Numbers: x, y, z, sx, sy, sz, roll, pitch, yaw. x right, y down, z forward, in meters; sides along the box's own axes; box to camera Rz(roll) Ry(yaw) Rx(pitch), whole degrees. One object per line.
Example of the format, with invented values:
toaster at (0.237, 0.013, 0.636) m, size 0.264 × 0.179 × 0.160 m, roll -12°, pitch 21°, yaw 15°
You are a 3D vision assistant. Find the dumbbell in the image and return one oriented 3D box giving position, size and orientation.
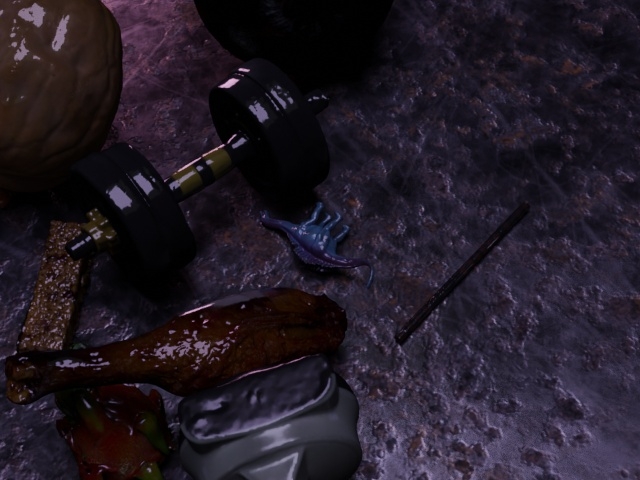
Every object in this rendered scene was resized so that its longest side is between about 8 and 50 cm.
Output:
dumbbell at (-0.148, -0.084, 1.493) m, size 0.388 × 0.185 × 0.185 m, roll -34°, pitch 59°, yaw -20°

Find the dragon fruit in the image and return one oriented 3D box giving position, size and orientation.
dragon fruit at (-0.247, 0.201, 1.343) m, size 0.142 × 0.175 × 0.138 m, roll -8°, pitch 35°, yaw 36°

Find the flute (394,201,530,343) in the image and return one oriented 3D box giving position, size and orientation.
flute at (0.180, 0.036, 1.492) m, size 0.014 × 0.014 × 0.269 m, roll 34°, pitch 62°, yaw 24°

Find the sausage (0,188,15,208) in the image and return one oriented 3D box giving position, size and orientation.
sausage at (-0.453, -0.046, 1.573) m, size 0.107 × 0.031 × 0.031 m, roll -21°, pitch 55°, yaw -12°

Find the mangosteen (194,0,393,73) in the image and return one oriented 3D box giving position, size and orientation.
mangosteen at (-0.034, -0.386, 1.656) m, size 0.300 × 0.300 × 0.300 m, roll -1°, pitch 53°, yaw 2°

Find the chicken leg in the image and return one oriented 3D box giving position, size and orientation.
chicken leg at (-0.136, 0.112, 1.295) m, size 0.407 × 0.096 × 0.158 m, roll -10°, pitch 9°, yaw -31°

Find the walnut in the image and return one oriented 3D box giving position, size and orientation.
walnut at (-0.391, -0.199, 1.541) m, size 0.296 × 0.285 × 0.285 m, roll 2°, pitch 50°, yaw 32°

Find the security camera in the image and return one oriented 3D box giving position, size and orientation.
security camera at (-0.022, 0.282, 1.213) m, size 0.197 × 0.191 × 0.277 m, roll -18°, pitch 57°, yaw -5°

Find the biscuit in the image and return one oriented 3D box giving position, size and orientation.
biscuit at (-0.325, 0.062, 1.485) m, size 0.064 × 0.034 × 0.199 m, roll 3°, pitch 54°, yaw 5°

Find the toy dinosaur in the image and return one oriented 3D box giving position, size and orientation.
toy dinosaur at (0.000, 0.000, 1.511) m, size 0.197 × 0.045 × 0.080 m, roll 32°, pitch 74°, yaw 31°
